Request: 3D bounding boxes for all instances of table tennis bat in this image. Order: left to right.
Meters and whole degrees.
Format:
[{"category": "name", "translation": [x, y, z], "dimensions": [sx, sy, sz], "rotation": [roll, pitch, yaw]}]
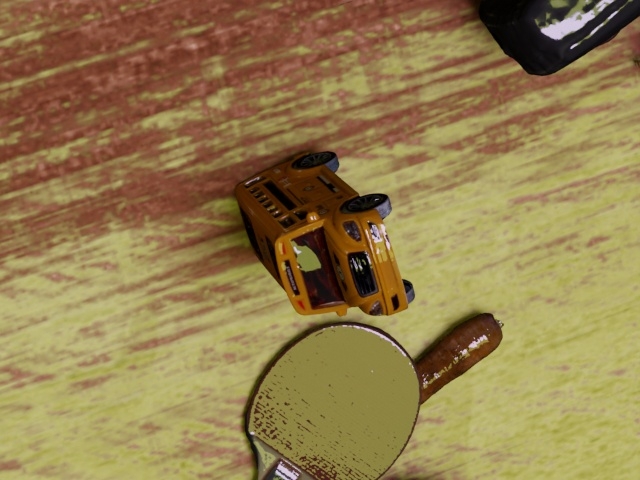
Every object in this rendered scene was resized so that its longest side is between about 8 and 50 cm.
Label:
[{"category": "table tennis bat", "translation": [-0.009, 0.164, 1.467], "dimensions": [0.130, 0.019, 0.220], "rotation": [37, 95, -9]}]

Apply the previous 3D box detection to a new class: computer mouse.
[{"category": "computer mouse", "translation": [0.236, -0.236, 1.366], "dimensions": [0.100, 0.170, 0.269], "rotation": [37, 94, -10]}]

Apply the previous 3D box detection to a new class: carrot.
[{"category": "carrot", "translation": [0.083, 0.115, 1.490], "dimensions": [0.165, 0.035, 0.035], "rotation": [-38, 114, 1]}]

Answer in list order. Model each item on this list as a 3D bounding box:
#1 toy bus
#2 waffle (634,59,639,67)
[{"category": "toy bus", "translation": [0.000, 0.000, 1.339], "dimensions": [0.088, 0.194, 0.083], "rotation": [-21, 110, -10]}, {"category": "waffle", "translation": [0.434, -0.140, 1.443], "dimensions": [0.308, 0.213, 0.091], "rotation": [7, 101, -20]}]
